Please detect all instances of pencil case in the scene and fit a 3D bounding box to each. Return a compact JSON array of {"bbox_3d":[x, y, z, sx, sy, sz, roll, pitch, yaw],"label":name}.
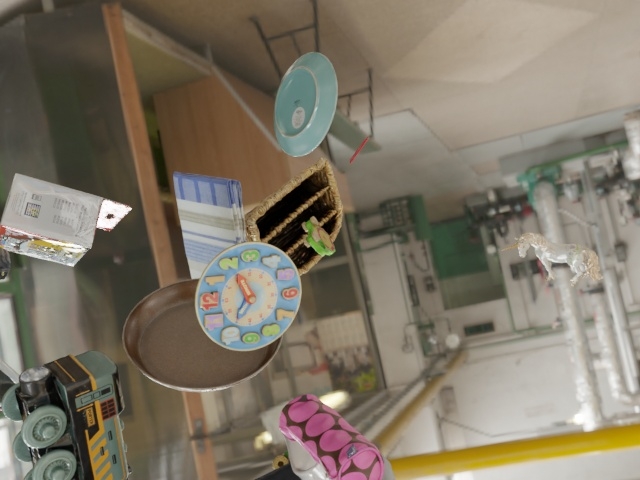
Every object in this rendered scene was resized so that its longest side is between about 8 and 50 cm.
[{"bbox_3d":[0.009,0.325,1.278,0.098,0.095,0.209,-23,-157,-23],"label":"pencil case"}]

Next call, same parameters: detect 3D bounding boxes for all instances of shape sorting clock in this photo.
[{"bbox_3d":[-0.129,0.104,1.448,0.206,0.206,0.040,-10,-164,-20],"label":"shape sorting clock"}]

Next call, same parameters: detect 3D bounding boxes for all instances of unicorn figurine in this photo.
[{"bbox_3d":[0.416,0.029,1.419,0.161,0.060,0.111,-5,133,23],"label":"unicorn figurine"}]

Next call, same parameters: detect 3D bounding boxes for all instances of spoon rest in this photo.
[{"bbox_3d":[-0.019,0.407,1.468,0.084,0.137,0.276,-35,-179,-16],"label":"spoon rest"}]

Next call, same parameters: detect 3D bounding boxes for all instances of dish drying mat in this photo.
[{"bbox_3d":[0.106,-0.251,2.196,0.083,0.008,0.032,-53,-174,20],"label":"dish drying mat"}]

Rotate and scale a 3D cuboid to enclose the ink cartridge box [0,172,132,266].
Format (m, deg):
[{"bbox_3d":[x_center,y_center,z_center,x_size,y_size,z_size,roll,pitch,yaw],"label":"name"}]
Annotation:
[{"bbox_3d":[-0.629,-0.033,1.928,0.271,0.130,0.309,16,164,-21],"label":"ink cartridge box"}]

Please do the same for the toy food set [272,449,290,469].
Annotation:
[{"bbox_3d":[-0.073,0.569,1.991,0.082,0.083,0.020,-29,172,3],"label":"toy food set"}]

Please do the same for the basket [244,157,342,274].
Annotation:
[{"bbox_3d":[-0.069,-0.025,1.990,0.299,0.213,0.223,-41,-172,-33],"label":"basket"}]

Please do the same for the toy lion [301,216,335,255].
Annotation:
[{"bbox_3d":[0.000,0.000,1.778,0.034,0.096,0.100,-34,-152,17],"label":"toy lion"}]

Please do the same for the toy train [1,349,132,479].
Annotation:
[{"bbox_3d":[-0.435,0.355,1.405,0.190,0.334,0.142,-20,-151,-33],"label":"toy train"}]

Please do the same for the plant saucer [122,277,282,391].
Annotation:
[{"bbox_3d":[-0.229,0.190,1.564,0.310,0.050,0.311,2,-143,-1],"label":"plant saucer"}]

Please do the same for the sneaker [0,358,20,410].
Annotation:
[{"bbox_3d":[-0.631,0.269,1.422,0.104,0.296,0.147,-22,-157,51],"label":"sneaker"}]

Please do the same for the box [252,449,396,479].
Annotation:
[{"bbox_3d":[-0.018,0.728,1.613,0.479,0.472,0.297,-27,148,6],"label":"box"}]

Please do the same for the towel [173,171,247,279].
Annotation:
[{"bbox_3d":[-0.228,-0.006,1.723,0.209,0.285,0.034,10,-155,41],"label":"towel"}]

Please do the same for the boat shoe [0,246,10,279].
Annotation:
[{"bbox_3d":[-0.543,0.057,1.266,0.065,0.183,0.083,-32,129,19],"label":"boat shoe"}]

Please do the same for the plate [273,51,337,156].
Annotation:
[{"bbox_3d":[-0.037,-0.244,1.414,0.024,0.188,0.188,8,163,-38],"label":"plate"}]
